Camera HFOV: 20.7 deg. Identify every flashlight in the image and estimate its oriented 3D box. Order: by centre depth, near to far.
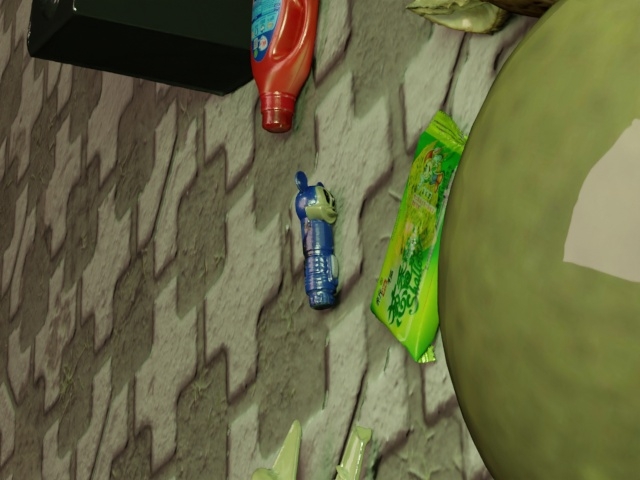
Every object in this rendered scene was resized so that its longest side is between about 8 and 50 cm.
[{"bbox_3d":[0.000,0.000,1.524,0.035,0.057,0.121,-14,69,25],"label":"flashlight"}]

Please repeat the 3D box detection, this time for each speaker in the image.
[{"bbox_3d":[-0.161,-0.304,1.780,0.184,0.232,0.254,161,116,-64],"label":"speaker"}]

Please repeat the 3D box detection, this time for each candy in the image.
[{"bbox_3d":[0.080,-0.004,1.329,0.102,0.032,0.178,-135,57,-64],"label":"candy"}]

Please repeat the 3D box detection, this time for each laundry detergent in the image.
[{"bbox_3d":[-0.033,-0.185,1.667,0.097,0.049,0.165,-16,68,57],"label":"laundry detergent"}]

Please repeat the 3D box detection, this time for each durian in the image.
[{"bbox_3d":[0.113,-0.184,1.283,0.130,0.066,0.052,-2,80,58],"label":"durian"}]

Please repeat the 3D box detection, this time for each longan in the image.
[{"bbox_3d":[0.195,0.001,0.730,0.350,0.288,0.288,-57,30,28],"label":"longan"}]

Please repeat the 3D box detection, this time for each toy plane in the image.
[{"bbox_3d":[-0.021,0.261,1.398,0.229,0.092,0.244,-54,28,23],"label":"toy plane"}]

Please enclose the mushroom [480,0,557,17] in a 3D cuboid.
[{"bbox_3d":[0.143,-0.296,1.065,0.345,0.239,0.345,172,90,-87],"label":"mushroom"}]
